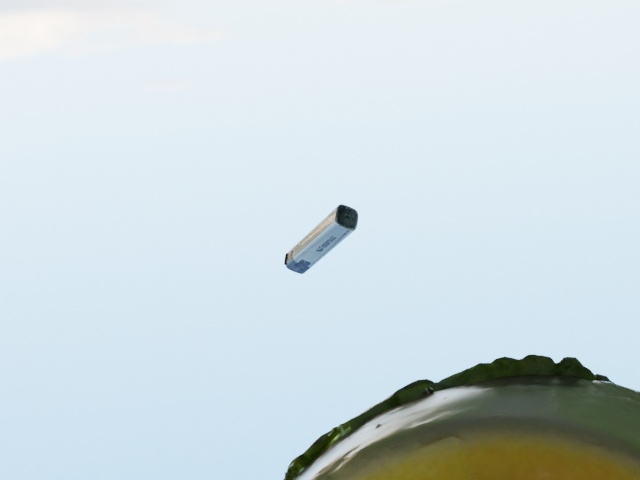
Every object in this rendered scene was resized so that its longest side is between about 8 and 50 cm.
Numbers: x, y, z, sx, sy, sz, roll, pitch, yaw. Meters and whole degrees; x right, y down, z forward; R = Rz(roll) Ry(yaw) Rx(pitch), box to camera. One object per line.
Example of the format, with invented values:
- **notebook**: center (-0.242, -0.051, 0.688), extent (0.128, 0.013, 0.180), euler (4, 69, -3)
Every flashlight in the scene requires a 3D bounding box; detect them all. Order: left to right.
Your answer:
- **flashlight**: center (0.000, 0.000, 1.113), extent (0.018, 0.018, 0.083), euler (23, 148, -18)

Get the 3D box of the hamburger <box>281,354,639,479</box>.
- **hamburger**: center (0.088, 0.193, 0.668), extent (0.300, 0.300, 0.176), euler (2, 176, 16)
